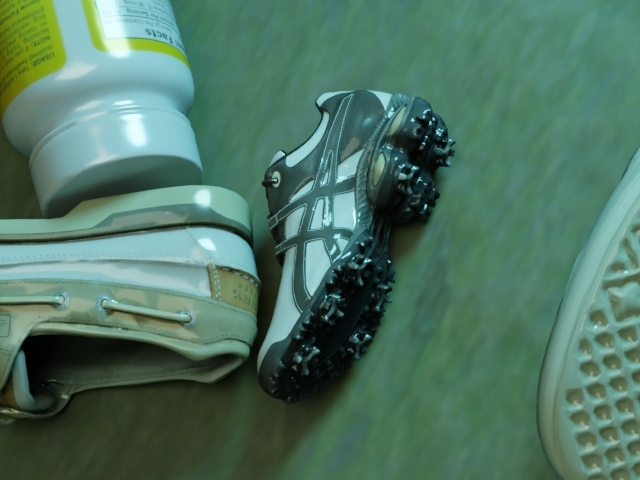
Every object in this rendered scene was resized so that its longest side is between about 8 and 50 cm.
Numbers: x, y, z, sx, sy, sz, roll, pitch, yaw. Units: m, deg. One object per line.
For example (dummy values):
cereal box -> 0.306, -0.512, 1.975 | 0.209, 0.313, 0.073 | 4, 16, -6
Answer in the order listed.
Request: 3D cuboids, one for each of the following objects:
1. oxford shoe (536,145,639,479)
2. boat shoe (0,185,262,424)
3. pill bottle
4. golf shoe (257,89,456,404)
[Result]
oxford shoe -> 0.251, -0.055, 0.954 | 0.169, 0.130, 0.449 | 30, 83, -12
boat shoe -> -0.183, 0.050, 1.053 | 0.302, 0.113, 0.103 | -13, 65, 11
pill bottle -> -0.145, -0.119, 1.091 | 0.119, 0.119, 0.208 | -21, 69, 9
golf shoe -> 0.000, 0.000, 1.043 | 0.094, 0.077, 0.198 | 19, 70, 26
